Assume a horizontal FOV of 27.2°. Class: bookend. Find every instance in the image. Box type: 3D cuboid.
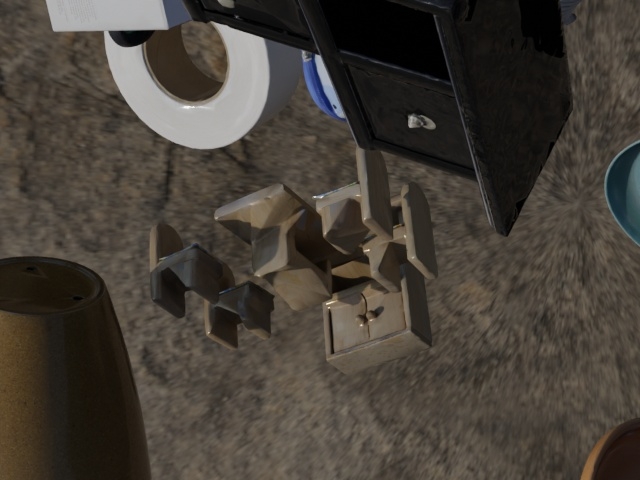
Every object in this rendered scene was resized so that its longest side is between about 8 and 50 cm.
[{"bbox_3d":[0.011,-0.091,0.528,0.157,0.156,0.072,21,69,24],"label":"bookend"}]

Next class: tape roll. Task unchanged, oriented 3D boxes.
[{"bbox_3d":[-0.168,-0.279,1.899,0.286,0.100,0.286,14,120,26],"label":"tape roll"}]

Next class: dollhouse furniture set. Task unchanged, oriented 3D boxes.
[{"bbox_3d":[0.000,0.000,1.997,0.362,0.394,0.256,-22,54,24],"label":"dollhouse furniture set"}]

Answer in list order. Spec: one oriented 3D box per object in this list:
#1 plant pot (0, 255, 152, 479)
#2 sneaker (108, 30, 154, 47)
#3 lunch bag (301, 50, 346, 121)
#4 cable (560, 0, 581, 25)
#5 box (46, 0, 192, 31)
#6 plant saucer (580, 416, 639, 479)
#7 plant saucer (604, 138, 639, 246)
[{"bbox_3d":[-0.251,0.153,1.147,0.237,0.237,0.254,12,114,10],"label":"plant pot"},{"bbox_3d":[-0.236,-0.329,1.538,0.098,0.083,0.223,-5,80,42],"label":"sneaker"},{"bbox_3d":[0.097,-0.219,1.365,0.115,0.303,0.243,-11,80,42],"label":"lunch bag"},{"bbox_3d":[0.268,-0.412,1.855,0.089,0.257,0.257,-39,83,39],"label":"cable"},{"bbox_3d":[-0.186,-0.276,1.368,0.170,0.130,0.091,7,116,37],"label":"box"},{"bbox_3d":[0.293,0.257,1.165,0.037,0.200,0.200,-26,86,50],"label":"plant saucer"},{"bbox_3d":[0.516,-0.043,1.657,0.318,0.317,0.043,24,63,9],"label":"plant saucer"}]
